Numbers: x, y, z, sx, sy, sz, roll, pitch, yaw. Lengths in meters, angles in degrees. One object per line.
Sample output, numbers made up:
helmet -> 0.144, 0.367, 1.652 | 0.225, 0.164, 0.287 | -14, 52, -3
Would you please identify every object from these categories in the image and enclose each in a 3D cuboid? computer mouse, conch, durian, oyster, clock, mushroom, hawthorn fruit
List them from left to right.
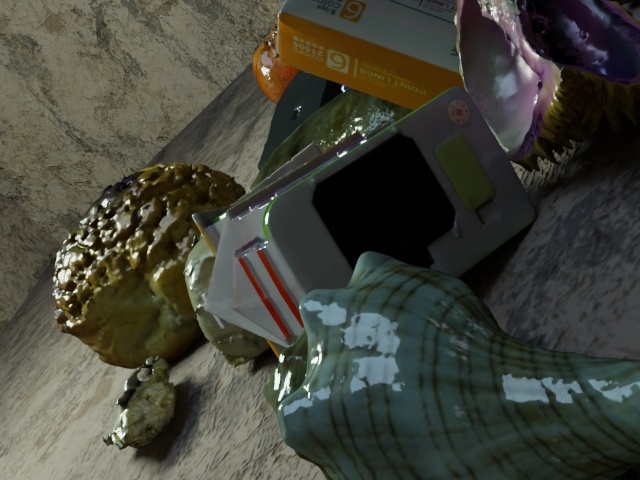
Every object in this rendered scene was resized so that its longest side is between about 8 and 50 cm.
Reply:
oyster -> -0.212, 0.207, 1.313 | 0.133, 0.072, 0.209 | -59, -2, -16
hawthorn fruit -> -0.024, -0.309, 1.866 | 0.189, 0.189, 0.189 | -43, 16, 15
computer mouse -> -0.012, -0.185, 1.689 | 0.137, 0.086, 0.269 | -30, 30, 33
clock -> 0.000, 0.000, 0.986 | 0.235, 0.166, 0.309 | -34, 5, -28
mushroom -> 0.029, -0.098, 1.259 | 0.344, 0.130, 0.247 | -33, 10, 47
conch -> 0.057, 0.105, 0.665 | 0.386, 0.170, 0.203 | 164, 117, -68
durian -> 0.196, -0.154, 0.944 | 0.186, 0.154, 0.260 | -53, 32, 43

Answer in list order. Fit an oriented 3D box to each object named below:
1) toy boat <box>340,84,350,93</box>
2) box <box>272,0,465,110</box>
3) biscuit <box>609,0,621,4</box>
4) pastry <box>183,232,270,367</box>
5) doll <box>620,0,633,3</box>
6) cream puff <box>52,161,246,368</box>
toy boat -> 0.140, -0.279, 1.461 | 0.262, 0.115, 0.114 | -43, 16, 14
box -> 0.115, -0.248, 1.137 | 0.091, 0.274, 0.220 | 96, -161, -60
biscuit -> 0.317, -0.291, 1.187 | 0.175, 0.026, 0.124 | -52, 17, -17
pastry -> -0.094, 0.060, 1.205 | 0.088, 0.166, 0.166 | -15, 24, 13
doll -> 0.351, -0.309, 1.020 | 0.209, 0.097, 0.137 | -33, 26, 57
cream puff -> -0.245, 0.023, 1.535 | 0.327, 0.231, 0.343 | -49, 15, -18
